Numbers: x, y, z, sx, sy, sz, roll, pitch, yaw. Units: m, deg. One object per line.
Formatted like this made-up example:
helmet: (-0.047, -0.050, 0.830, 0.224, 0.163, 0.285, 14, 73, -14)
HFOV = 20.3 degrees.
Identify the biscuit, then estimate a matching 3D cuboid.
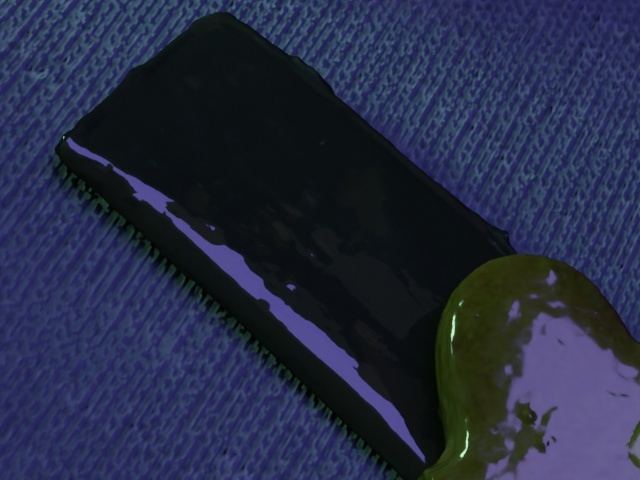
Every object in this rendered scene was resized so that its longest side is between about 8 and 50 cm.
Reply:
biscuit: (0.260, 0.165, 0.998, 0.394, 0.076, 0.368, -8, 76, -8)

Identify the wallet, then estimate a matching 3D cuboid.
wallet: (0.000, 0.000, 1.082, 0.309, 0.042, 0.165, 41, 58, 4)
